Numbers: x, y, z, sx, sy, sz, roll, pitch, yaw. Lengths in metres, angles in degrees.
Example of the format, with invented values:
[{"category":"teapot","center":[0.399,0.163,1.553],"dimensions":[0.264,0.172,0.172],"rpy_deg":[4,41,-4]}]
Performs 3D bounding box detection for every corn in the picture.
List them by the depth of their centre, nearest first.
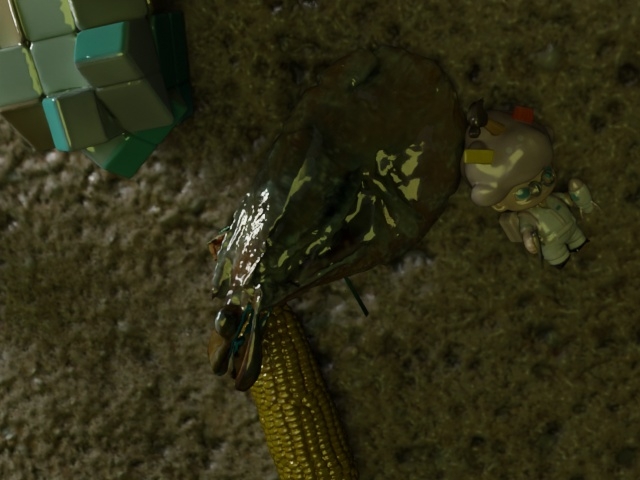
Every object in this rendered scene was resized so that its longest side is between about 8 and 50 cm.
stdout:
[{"category":"corn","center":[-0.032,0.220,1.113],"dimensions":[0.106,0.106,0.305],"rpy_deg":[-16,102,13]}]

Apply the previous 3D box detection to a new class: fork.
[{"category":"fork","center":[-0.002,0.000,1.082],"dimensions":[0.021,0.039,0.235],"rpy_deg":[-18,107,36]}]

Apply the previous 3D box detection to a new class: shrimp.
[{"category":"shrimp","center":[0.009,-0.023,1.013],"dimensions":[0.221,0.110,0.446],"rpy_deg":[34,94,-15]}]

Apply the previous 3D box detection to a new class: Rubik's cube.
[{"category":"Rubik's cube","center":[-0.270,-0.194,0.970],"dimensions":[0.224,0.213,0.265],"rpy_deg":[-3,108,8]}]

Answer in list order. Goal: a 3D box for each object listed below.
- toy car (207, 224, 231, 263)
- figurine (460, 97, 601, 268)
[{"category":"toy car","center":[-0.080,-0.002,1.091],"dimensions":[0.122,0.035,0.059],"rpy_deg":[-23,99,15]},{"category":"figurine","center":[0.232,-0.071,0.989],"dimensions":[0.137,0.112,0.229],"rpy_deg":[-40,106,-13]}]
